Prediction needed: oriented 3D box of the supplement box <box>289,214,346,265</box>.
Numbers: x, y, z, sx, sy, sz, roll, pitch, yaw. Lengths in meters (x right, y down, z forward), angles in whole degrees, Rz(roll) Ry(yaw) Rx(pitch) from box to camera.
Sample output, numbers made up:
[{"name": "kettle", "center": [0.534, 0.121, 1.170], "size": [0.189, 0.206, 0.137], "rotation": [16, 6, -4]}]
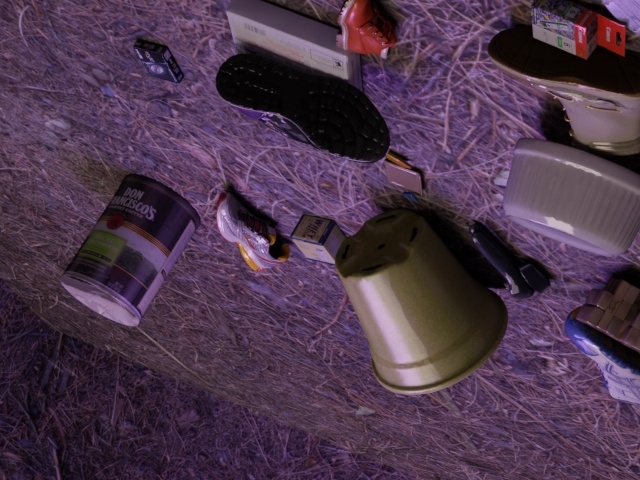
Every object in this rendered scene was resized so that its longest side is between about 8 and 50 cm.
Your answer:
[{"name": "supplement box", "center": [0.000, 0.000, 2.384], "size": [0.083, 0.056, 0.083], "rotation": [12, 153, 37]}]

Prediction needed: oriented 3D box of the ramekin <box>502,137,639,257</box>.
[{"name": "ramekin", "center": [0.352, -0.055, 1.663], "size": [0.207, 0.109, 0.207], "rotation": [21, 180, 0]}]

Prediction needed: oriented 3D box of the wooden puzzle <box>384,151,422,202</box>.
[{"name": "wooden puzzle", "center": [0.142, -0.109, 2.028], "size": [0.079, 0.014, 0.116], "rotation": [29, 159, 14]}]

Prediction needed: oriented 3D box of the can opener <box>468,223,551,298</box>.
[{"name": "can opener", "center": [0.319, 0.035, 2.085], "size": [0.186, 0.073, 0.059], "rotation": [42, -166, -21]}]

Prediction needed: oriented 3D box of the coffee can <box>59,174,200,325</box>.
[{"name": "coffee can", "center": [-0.420, 0.023, 2.661], "size": [0.202, 0.275, 0.201], "rotation": [25, 158, 11]}]

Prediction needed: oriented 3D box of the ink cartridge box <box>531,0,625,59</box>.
[{"name": "ink cartridge box", "center": [0.312, -0.254, 1.452], "size": [0.115, 0.029, 0.063], "rotation": [30, 161, 26]}]

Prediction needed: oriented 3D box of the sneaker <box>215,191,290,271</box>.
[{"name": "sneaker", "center": [-0.141, -0.026, 2.494], "size": [0.093, 0.088, 0.225], "rotation": [-11, 139, 30]}]

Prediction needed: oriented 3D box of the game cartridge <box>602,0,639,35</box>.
[{"name": "game cartridge", "center": [0.364, -0.270, 1.390], "size": [0.083, 0.017, 0.056], "rotation": [38, 154, -20]}]

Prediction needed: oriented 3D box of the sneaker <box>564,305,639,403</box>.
[{"name": "sneaker", "center": [0.521, 0.222, 2.077], "size": [0.296, 0.112, 0.131], "rotation": [32, 135, -18]}]

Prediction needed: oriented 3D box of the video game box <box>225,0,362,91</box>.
[{"name": "video game box", "center": [-0.035, -0.276, 1.832], "size": [0.205, 0.048, 0.187], "rotation": [23, 156, 15]}]

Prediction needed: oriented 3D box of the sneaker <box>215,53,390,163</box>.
[{"name": "sneaker", "center": [-0.016, -0.195, 1.828], "size": [0.283, 0.107, 0.124], "rotation": [28, 174, 14]}]

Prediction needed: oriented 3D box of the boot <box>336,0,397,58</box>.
[{"name": "boot", "center": [0.068, -0.301, 1.644], "size": [0.085, 0.059, 0.158], "rotation": [23, 166, 8]}]

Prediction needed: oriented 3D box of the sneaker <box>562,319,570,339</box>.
[{"name": "sneaker", "center": [0.494, 0.161, 2.158], "size": [0.057, 0.047, 0.119], "rotation": [17, 169, -33]}]

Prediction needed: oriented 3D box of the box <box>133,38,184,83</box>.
[{"name": "box", "center": [-0.283, -0.313, 2.098], "size": [0.067, 0.018, 0.083], "rotation": [18, 156, 26]}]

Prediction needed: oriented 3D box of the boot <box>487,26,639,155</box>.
[{"name": "boot", "center": [0.321, -0.188, 1.550], "size": [0.213, 0.077, 0.165], "rotation": [20, 159, 22]}]

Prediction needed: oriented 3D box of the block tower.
[{"name": "block tower", "center": [0.592, 0.173, 1.948], "size": [0.335, 0.091, 0.097], "rotation": [29, -179, 0]}]

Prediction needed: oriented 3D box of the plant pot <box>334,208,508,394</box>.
[{"name": "plant pot", "center": [0.161, 0.091, 2.163], "size": [0.276, 0.276, 0.254], "rotation": [4, 135, 47]}]
